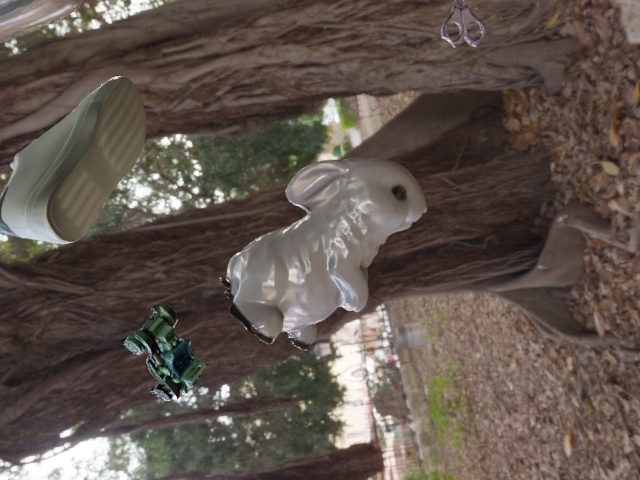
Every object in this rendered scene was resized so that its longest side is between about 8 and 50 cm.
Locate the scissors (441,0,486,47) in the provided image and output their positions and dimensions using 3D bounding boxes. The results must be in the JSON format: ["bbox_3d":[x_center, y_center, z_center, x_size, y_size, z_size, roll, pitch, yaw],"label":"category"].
[{"bbox_3d":[0.286,-0.491,1.077,0.015,0.100,0.189,177,85,-78],"label":"scissors"}]

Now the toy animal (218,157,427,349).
[{"bbox_3d":[0.000,0.000,0.878,0.258,0.357,0.194,39,-175,22],"label":"toy animal"}]

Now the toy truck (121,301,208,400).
[{"bbox_3d":[-0.217,0.170,0.773,0.080,0.078,0.154,-55,-36,-41],"label":"toy truck"}]

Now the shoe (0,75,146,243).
[{"bbox_3d":[-0.437,-0.145,0.915,0.132,0.160,0.363,69,-154,-49],"label":"shoe"}]

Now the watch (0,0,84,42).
[{"bbox_3d":[-0.365,-0.263,0.456,0.241,0.253,0.162,-81,-29,-73],"label":"watch"}]
